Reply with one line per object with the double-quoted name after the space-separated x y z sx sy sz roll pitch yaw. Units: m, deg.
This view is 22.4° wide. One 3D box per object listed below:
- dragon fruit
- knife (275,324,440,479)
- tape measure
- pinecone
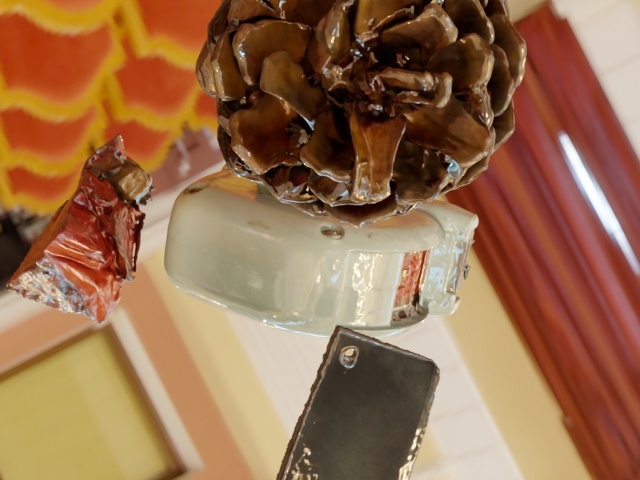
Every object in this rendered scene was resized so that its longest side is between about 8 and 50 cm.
-0.211 -0.008 1.534 0.122 0.092 0.192 -42 -159 42 "dragon fruit"
-0.009 0.163 0.756 0.245 0.072 0.019 -67 -155 2 "knife"
0.000 0.000 1.456 0.243 0.125 0.246 14 -167 15 "tape measure"
0.022 -0.093 0.924 0.184 0.179 0.204 -49 -166 23 "pinecone"
